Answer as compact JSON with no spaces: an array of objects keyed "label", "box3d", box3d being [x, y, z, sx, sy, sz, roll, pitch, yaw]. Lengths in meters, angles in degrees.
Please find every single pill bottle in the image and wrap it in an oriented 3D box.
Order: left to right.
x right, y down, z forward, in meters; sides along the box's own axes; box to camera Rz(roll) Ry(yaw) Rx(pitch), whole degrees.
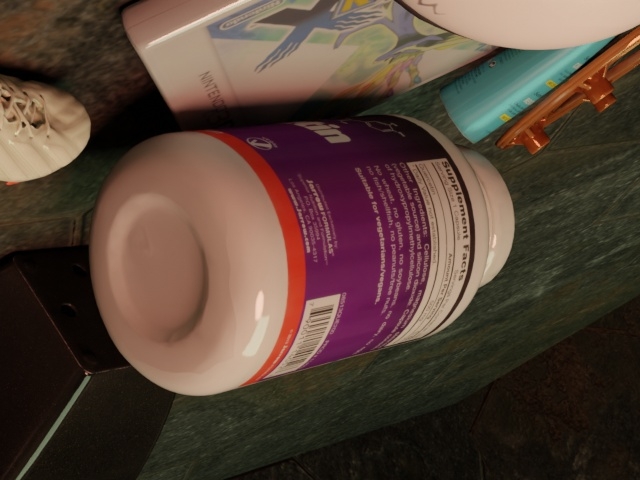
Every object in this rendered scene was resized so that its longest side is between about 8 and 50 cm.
[{"label":"pill bottle","box3d":[0.000,0.000,1.099,0.323,0.181,0.181,-10,159,-47]}]

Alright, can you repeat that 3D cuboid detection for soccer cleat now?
[{"label":"soccer cleat","box3d":[-0.203,-0.075,0.865,0.196,0.068,0.076,-4,152,-49]}]

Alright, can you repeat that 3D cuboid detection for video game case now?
[{"label":"video game case","box3d":[0.044,-0.160,1.033,0.329,0.036,0.300,-25,166,-1]}]

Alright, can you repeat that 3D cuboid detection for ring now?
[{"label":"ring","box3d":[0.297,-0.171,1.285,0.337,0.032,0.336,-35,176,-3]}]

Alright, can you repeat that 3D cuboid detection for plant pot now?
[{"label":"plant pot","box3d":[-0.228,0.108,1.271,0.187,0.188,0.167,-6,144,-53]}]

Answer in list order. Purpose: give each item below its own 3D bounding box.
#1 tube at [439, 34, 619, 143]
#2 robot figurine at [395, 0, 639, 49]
[{"label":"tube","box3d":[0.191,-0.152,1.158,0.207,0.052,0.080,-33,-177,19]},{"label":"robot figurine","box3d":[0.080,-0.178,0.633,0.209,0.173,0.278,-7,-163,-3]}]
